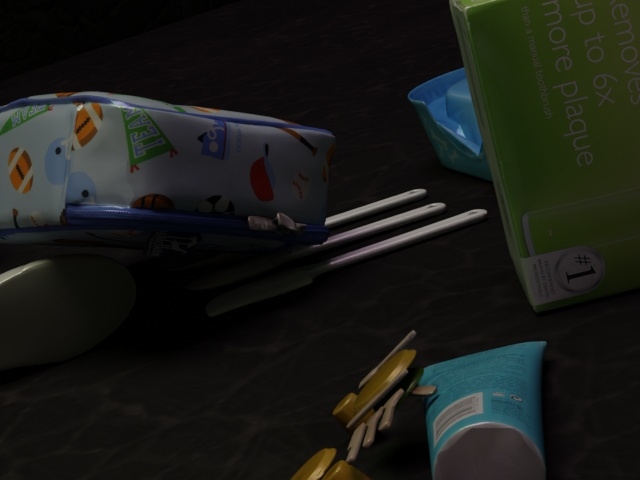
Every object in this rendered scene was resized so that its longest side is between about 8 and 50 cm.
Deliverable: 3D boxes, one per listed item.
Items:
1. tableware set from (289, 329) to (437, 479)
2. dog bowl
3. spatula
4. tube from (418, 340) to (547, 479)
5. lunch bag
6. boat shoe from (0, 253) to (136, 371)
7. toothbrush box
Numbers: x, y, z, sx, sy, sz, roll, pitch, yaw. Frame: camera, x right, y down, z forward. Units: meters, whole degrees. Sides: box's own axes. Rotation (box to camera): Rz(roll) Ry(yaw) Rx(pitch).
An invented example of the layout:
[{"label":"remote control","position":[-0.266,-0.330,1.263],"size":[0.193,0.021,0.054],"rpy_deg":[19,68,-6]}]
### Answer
[{"label":"tableware set","position":[0.017,0.108,0.786],"size":[0.104,0.024,0.154],"rpy_deg":[-46,4,15]},{"label":"dog bowl","position":[0.192,-0.107,1.331],"size":[0.166,0.074,0.297],"rpy_deg":[-20,17,-17]},{"label":"spatula","position":[0.000,0.000,1.236],"size":[0.242,0.019,0.168],"rpy_deg":[-19,15,-15]},{"label":"tube","position":[0.086,0.088,0.799],"size":[0.080,0.052,0.207],"rpy_deg":[-8,11,7]},{"label":"lunch bag","position":[-0.139,-0.044,1.194],"size":[0.243,0.114,0.303],"rpy_deg":[6,-2,-43]},{"label":"boat shoe","position":[-0.253,0.062,1.140],"size":[0.228,0.079,0.081],"rpy_deg":[-22,21,-13]},{"label":"toothbrush box","position":[0.246,-0.095,0.987],"size":[0.283,0.206,0.122],"rpy_deg":[-14,15,3]}]
